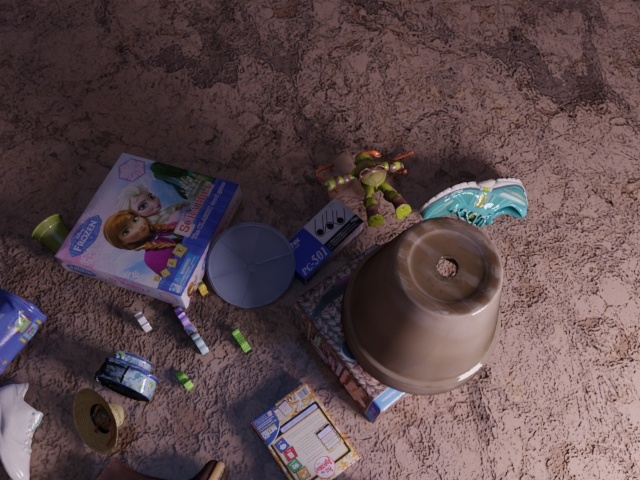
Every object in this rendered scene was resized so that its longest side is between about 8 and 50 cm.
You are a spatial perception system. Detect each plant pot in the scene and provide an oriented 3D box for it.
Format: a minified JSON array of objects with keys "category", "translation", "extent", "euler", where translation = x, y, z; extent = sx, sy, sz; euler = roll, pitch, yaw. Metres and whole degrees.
[{"category":"plant pot","translation":[-0.612,-0.005,1.473],"extent":[0.079,0.083,0.083],"euler":[45,70,3]},{"category":"plant pot","translation":[0.208,0.099,1.187],"extent":[0.323,0.280,0.323],"euler":[1,63,-2]}]

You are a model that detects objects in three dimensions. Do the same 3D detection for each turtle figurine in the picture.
[{"category":"turtle figurine","translation":[0.140,-0.147,1.537],"extent":[0.269,0.087,0.217],"euler":[-12,57,-18]}]

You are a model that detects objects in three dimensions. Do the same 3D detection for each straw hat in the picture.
[{"category":"straw hat","translation":[-0.443,0.365,1.307],"extent":[0.144,0.144,0.061],"euler":[49,31,18]}]

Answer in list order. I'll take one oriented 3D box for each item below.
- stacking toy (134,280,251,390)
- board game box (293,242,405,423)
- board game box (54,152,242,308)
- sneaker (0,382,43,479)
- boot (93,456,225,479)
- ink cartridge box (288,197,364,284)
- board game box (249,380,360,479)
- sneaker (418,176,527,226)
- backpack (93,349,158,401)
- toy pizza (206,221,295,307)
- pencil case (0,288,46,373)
[{"category":"stacking toy","translation":[-0.285,0.199,1.399],"extent":[0.167,0.052,0.221],"euler":[-35,71,-17]},{"category":"board game box","translation":[0.118,0.198,1.367],"extent":[0.232,0.141,0.291],"euler":[-35,71,-17]},{"category":"board game box","translation":[-0.390,-0.034,1.466],"extent":[0.317,0.066,0.319],"euler":[15,60,11]},{"category":"sneaker","translation":[-0.611,0.388,1.289],"extent":[0.094,0.080,0.212],"euler":[-17,65,-23]},{"category":"boot","translation":[-0.334,0.489,1.239],"extent":[0.206,0.090,0.248],"euler":[36,72,11]},{"category":"ink cartridge box","translation":[0.000,0.000,1.508],"extent":[0.097,0.046,0.207],"euler":[41,70,17]},{"category":"board game box","translation":[-0.033,0.416,1.312],"extent":[0.146,0.045,0.193],"euler":[-32,70,-16]},{"category":"sneaker","translation":[0.376,-0.085,1.537],"extent":[0.275,0.107,0.110],"euler":[-9,75,-6]},{"category":"backpack","translation":[-0.398,0.283,1.326],"extent":[0.114,0.105,0.084],"euler":[24,67,3]},{"category":"toy pizza","translation":[-0.158,0.055,1.437],"extent":[0.201,0.032,0.201],"euler":[-2,104,-8]},{"category":"pencil case","translation":[-0.722,0.244,1.324],"extent":[0.133,0.119,0.306],"euler":[16,61,40]}]
